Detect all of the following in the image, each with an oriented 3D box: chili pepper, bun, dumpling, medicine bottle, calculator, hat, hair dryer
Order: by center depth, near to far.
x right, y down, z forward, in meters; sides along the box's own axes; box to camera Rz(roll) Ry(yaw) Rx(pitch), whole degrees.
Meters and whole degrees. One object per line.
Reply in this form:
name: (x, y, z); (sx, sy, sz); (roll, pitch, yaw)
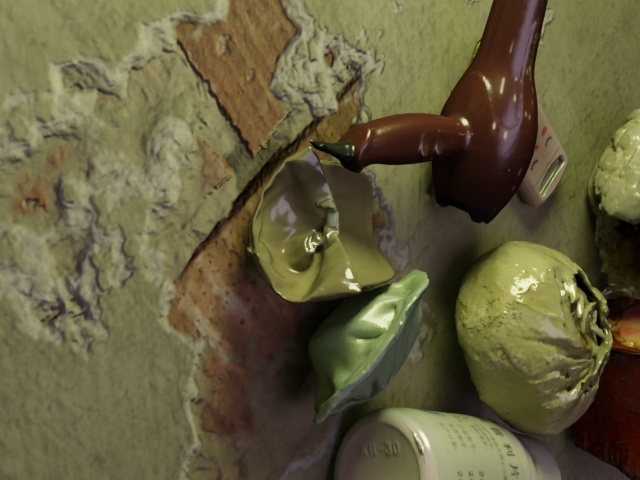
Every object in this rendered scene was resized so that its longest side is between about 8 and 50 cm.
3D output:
hat: (0.000, 0.000, 1.034); (0.173, 0.144, 0.166); (54, 20, -75)
hair dryer: (0.128, -0.162, 1.046); (0.340, 0.123, 0.313); (-10, 117, -40)
dumpling: (0.047, 0.107, 1.049); (0.219, 0.108, 0.153); (-58, 160, -28)
medicine bottle: (0.170, 0.305, 1.166); (0.293, 0.170, 0.170); (17, 88, -41)
bun: (0.297, 0.116, 1.211); (0.259, 0.152, 0.259); (19, 62, -42)
calculator: (0.291, -0.124, 1.278); (0.100, 0.032, 0.175); (-55, 129, -19)
bun: (0.507, -0.070, 1.360); (0.281, 0.205, 0.282); (-16, 133, -18)
chili pepper: (0.502, 0.241, 1.397); (0.229, 0.251, 0.306); (-55, 144, -65)

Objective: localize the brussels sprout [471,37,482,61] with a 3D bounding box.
brussels sprout: (0.215, -0.223, 1.181); (0.051, 0.046, 0.083); (13, 91, -40)
